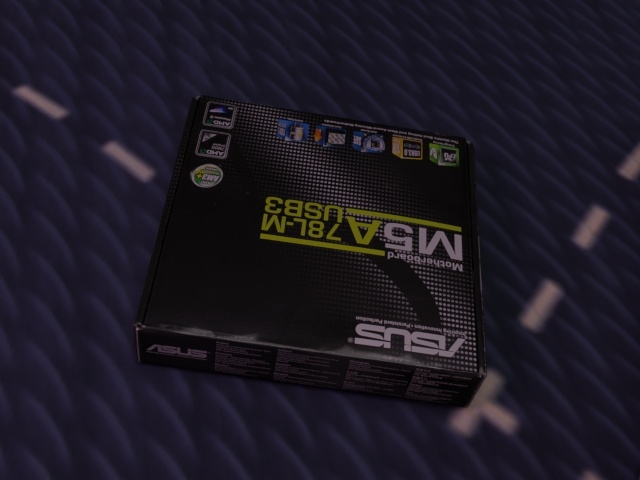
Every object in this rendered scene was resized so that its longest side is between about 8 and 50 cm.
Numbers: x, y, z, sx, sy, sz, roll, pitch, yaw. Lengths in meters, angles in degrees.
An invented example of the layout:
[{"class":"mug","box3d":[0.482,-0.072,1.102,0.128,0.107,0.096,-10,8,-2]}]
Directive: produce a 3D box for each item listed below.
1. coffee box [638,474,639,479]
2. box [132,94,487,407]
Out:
[{"class":"coffee box","box3d":[0.263,0.201,0.219,0.338,0.337,0.334,31,53,13]},{"class":"box","box3d":[0.000,0.000,0.518,0.191,0.045,0.184,9,48,-3]}]
